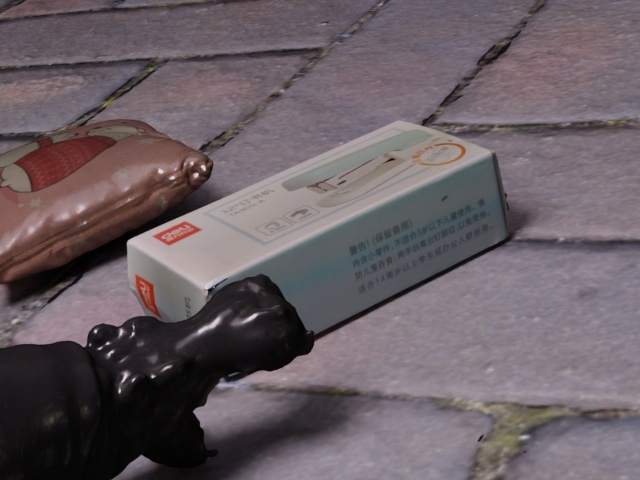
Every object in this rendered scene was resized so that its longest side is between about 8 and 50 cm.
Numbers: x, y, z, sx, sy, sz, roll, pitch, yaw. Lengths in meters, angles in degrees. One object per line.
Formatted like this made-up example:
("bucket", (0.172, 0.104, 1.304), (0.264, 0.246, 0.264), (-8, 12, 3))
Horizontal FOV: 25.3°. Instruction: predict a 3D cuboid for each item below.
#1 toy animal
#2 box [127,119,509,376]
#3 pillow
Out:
("toy animal", (-0.167, 0.112, 0.822), (0.343, 0.168, 0.106), (-13, 48, -42))
("box", (0.000, 0.000, 1.078), (0.269, 0.079, 0.135), (-25, 27, -24))
("pillow", (-0.224, -0.045, 1.278), (0.223, 0.084, 0.236), (-22, 23, -15))
